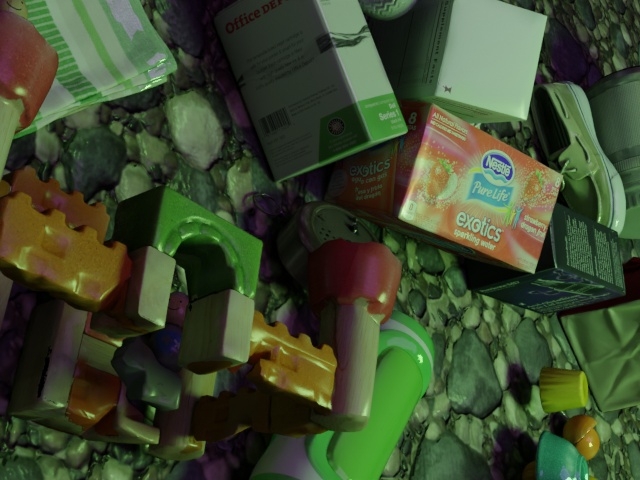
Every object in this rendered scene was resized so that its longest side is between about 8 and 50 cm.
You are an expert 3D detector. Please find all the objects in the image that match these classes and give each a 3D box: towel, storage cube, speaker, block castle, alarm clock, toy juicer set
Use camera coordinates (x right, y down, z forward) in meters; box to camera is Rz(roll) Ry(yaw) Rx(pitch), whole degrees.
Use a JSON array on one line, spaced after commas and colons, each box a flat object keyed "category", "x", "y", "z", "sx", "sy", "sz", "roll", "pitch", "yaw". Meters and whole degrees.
[{"category": "towel", "x": -0.304, "y": -0.230, "z": 1.001, "sx": 0.325, "sy": 0.038, "sz": 0.248, "roll": -36, "pitch": 102, "yaw": -48}, {"category": "storage cube", "x": 0.539, "y": 0.147, "z": 1.675, "sx": 0.193, "sy": 0.184, "sz": 0.215, "roll": -34, "pitch": 101, "yaw": -47}, {"category": "speaker", "x": 0.027, "y": 0.208, "z": 1.125, "sx": 0.131, "sy": 0.131, "sz": 0.296, "roll": 54, "pitch": 43, "yaw": -18}, {"category": "block castle", "x": -0.177, "y": 0.014, "z": 0.840, "sx": 0.453, "sy": 0.303, "sz": 0.213, "roll": 30, "pitch": 53, "yaw": -38}, {"category": "alarm clock", "x": 0.000, "y": 0.000, "z": 1.206, "sx": 0.192, "sy": 0.064, "sz": 0.129, "roll": 34, "pitch": 33, "yaw": -5}, {"category": "toy juicer set", "x": 0.344, "y": 0.363, "z": 1.456, "sx": 0.209, "sy": 0.089, "sz": 0.329, "roll": 61, "pitch": 33, "yaw": -41}]

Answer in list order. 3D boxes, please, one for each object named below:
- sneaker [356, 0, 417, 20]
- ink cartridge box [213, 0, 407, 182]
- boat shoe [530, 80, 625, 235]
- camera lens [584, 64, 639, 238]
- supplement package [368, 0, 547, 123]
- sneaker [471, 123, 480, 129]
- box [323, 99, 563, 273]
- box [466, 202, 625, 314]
[{"category": "sneaker", "x": 0.079, "y": -0.393, "z": 1.345, "sx": 0.210, "sy": 0.137, "sz": 0.366, "roll": 23, "pitch": 30, "yaw": -45}, {"category": "ink cartridge box", "x": -0.014, "y": -0.201, "z": 1.216, "sx": 0.092, "sy": 0.160, "sz": 0.219, "roll": -22, "pitch": 92, "yaw": -51}, {"category": "boat shoe", "x": 0.434, "y": -0.137, "z": 1.751, "sx": 0.094, "sy": 0.109, "sz": 0.302, "roll": -2, "pitch": 67, "yaw": -33}, {"category": "camera lens", "x": 0.590, "y": -0.163, "z": 1.826, "sx": 0.219, "sy": 0.219, "sz": 0.274, "roll": 17, "pitch": 63, "yaw": -43}, {"category": "supplement package", "x": 0.160, "y": -0.229, "z": 1.312, "sx": 0.134, "sy": 0.244, "sz": 0.139, "roll": 11, "pitch": 91, "yaw": -22}, {"category": "sneaker", "x": 0.201, "y": -0.195, "z": 1.486, "sx": 0.090, "sy": 0.115, "sz": 0.232, "roll": -34, "pitch": 101, "yaw": -49}, {"category": "box", "x": 0.171, "y": -0.071, "z": 1.348, "sx": 0.300, "sy": 0.142, "sz": 0.154, "roll": 21, "pitch": 85, "yaw": -42}, {"category": "box", "x": 0.338, "y": 0.029, "z": 1.522, "sx": 0.207, "sy": 0.153, "sz": 0.108, "roll": 17, "pitch": 63, "yaw": -42}]
